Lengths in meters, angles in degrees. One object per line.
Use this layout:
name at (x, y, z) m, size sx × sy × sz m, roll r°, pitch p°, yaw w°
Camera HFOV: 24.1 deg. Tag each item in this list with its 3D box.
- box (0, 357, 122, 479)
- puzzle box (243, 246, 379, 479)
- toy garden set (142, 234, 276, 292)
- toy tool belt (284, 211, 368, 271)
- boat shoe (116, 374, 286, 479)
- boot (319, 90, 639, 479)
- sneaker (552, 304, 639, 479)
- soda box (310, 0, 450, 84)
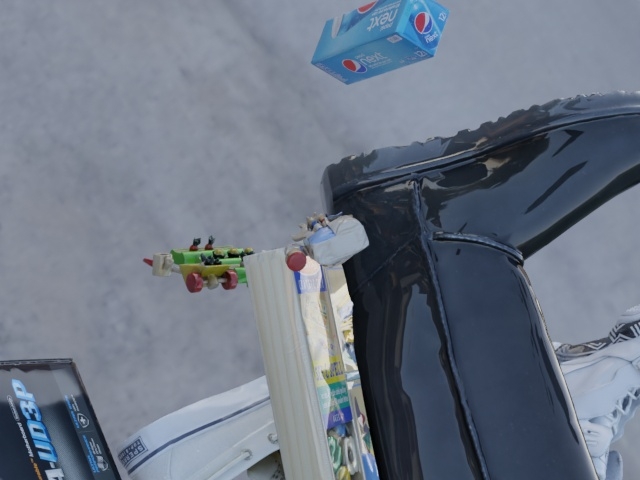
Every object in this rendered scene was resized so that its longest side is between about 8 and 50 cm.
box at (-0.263, 0.218, 1.387) m, size 0.175 × 0.051 × 0.220 m, roll 5°, pitch 56°, yaw -58°
puzzle box at (0.039, 0.141, 1.634) m, size 0.409 × 0.052 × 0.272 m, roll -1°, pitch 78°, yaw -70°
toy garden set at (-0.143, 0.027, 2.106) m, size 0.203 × 0.244 × 0.049 m, roll -3°, pitch 101°, yaw -38°
toy tool belt at (0.000, 0.000, 1.413) m, size 0.051 × 0.083 × 0.052 m, roll -131°, pitch -159°, yaw -59°
boat shoe at (-0.051, 0.238, 1.720) m, size 0.367 × 0.136 × 0.156 m, roll -17°, pitch 72°, yaw -46°
boot at (0.212, 0.106, 1.425) m, size 0.146 × 0.367 × 0.445 m, roll 59°, pitch 17°, yaw -65°
sneaker at (0.422, 0.223, 2.086) m, size 0.137 × 0.365 × 0.210 m, roll 57°, pitch 19°, yaw -50°
soda box at (0.076, -0.267, 1.976) m, size 0.067 × 0.210 × 0.071 m, roll 29°, pitch 71°, yaw -27°
